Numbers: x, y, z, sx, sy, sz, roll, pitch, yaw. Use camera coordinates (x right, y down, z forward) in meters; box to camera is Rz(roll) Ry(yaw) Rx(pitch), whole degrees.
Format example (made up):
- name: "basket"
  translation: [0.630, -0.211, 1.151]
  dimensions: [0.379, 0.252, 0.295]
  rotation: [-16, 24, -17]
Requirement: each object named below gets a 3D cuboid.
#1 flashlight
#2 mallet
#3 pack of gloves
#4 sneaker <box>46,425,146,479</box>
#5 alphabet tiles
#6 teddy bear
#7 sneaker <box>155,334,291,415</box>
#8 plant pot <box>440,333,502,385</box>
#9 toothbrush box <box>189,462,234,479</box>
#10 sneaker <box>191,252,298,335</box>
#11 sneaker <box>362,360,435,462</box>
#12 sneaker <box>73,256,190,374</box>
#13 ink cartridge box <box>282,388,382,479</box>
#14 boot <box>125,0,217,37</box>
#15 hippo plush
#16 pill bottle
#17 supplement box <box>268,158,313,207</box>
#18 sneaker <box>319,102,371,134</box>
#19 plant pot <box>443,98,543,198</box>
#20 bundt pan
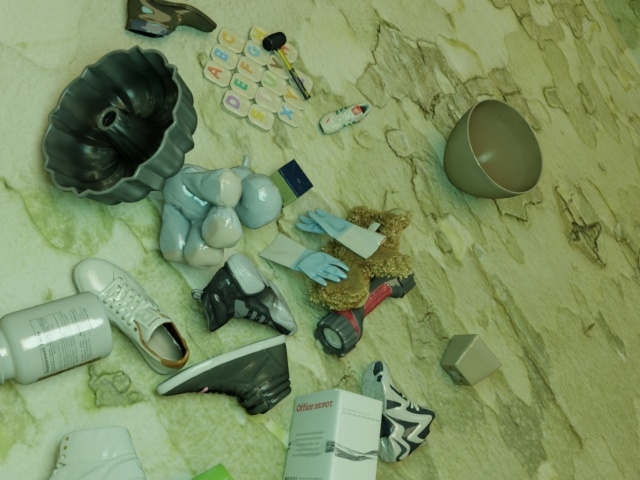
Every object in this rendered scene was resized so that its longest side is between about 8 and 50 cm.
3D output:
- name: "flashlight"
  translation: [0.119, 0.159, 1.587]
  dimensions: [0.304, 0.103, 0.103]
  rotation: [-34, 119, -36]
- name: "mallet"
  translation: [-0.075, -0.453, 1.702]
  dimensions: [0.189, 0.039, 0.062]
  rotation: [53, 51, -14]
- name: "pack of gloves"
  translation: [0.000, 0.000, 1.496]
  dimensions: [0.195, 0.232, 0.046]
  rotation: [-44, 140, -30]
- name: "sneaker"
  translation: [-0.453, 0.436, 1.141]
  dimensions: [0.293, 0.108, 0.169]
  rotation: [-22, 50, -13]
- name: "alphabet tiles"
  translation: [-0.150, -0.415, 1.671]
  dimensions: [0.278, 0.021, 0.284]
  rotation: [27, 61, -21]
- name: "teddy bear"
  translation: [0.103, 0.039, 1.543]
  dimensions: [0.337, 0.245, 0.113]
  rotation: [-81, 162, -45]
- name: "sneaker"
  translation: [-0.179, 0.302, 1.346]
  dimensions: [0.296, 0.105, 0.146]
  rotation: [-14, 84, -33]
- name: "plant pot"
  translation: [0.377, 0.314, 1.691]
  dimensions: [0.096, 0.109, 0.109]
  rotation: [-43, 98, -23]
- name: "toothbrush box"
  translation: [-0.187, 0.569, 1.147]
  dimensions: [0.206, 0.122, 0.283]
  rotation: [-20, 47, -34]
- name: "sneaker"
  translation: [-0.165, 0.147, 1.415]
  dimensions: [0.268, 0.153, 0.101]
  rotation: [53, 5, -42]
- name: "sneaker"
  translation: [0.194, 0.390, 1.553]
  dimensions: [0.153, 0.094, 0.234]
  rotation: [-8, 78, -35]
- name: "sneaker"
  translation: [-0.357, 0.135, 1.285]
  dimensions: [0.290, 0.123, 0.106]
  rotation: [47, 57, -8]
- name: "ink cartridge box"
  translation: [0.018, 0.459, 1.354]
  dimensions: [0.115, 0.198, 0.272]
  rotation: [21, 64, -25]
- name: "boot"
  translation: [-0.357, -0.513, 1.560]
  dimensions: [0.219, 0.082, 0.106]
  rotation: [16, 87, -31]
- name: "hippo plush"
  translation: [-0.222, -0.068, 1.421]
  dimensions: [0.237, 0.294, 0.234]
  rotation: [-6, 114, -54]
- name: "pill bottle"
  translation: [-0.503, 0.182, 1.170]
  dimensions: [0.229, 0.131, 0.131]
  rotation: [-17, 82, -35]
- name: "supplement box"
  translation: [-0.077, -0.136, 1.577]
  dimensions: [0.056, 0.083, 0.083]
  rotation: [-38, 95, -35]
- name: "sneaker"
  translation: [0.068, -0.332, 1.742]
  dimensions: [0.161, 0.075, 0.057]
  rotation: [-26, 88, -36]
- name: "plant pot"
  translation: [0.463, -0.236, 1.882]
  dimensions: [0.284, 0.191, 0.283]
  rotation: [11, 68, -29]
- name: "bundt pan"
  translation: [-0.383, -0.212, 1.305]
  dimensions: [0.124, 0.331, 0.330]
  rotation: [43, 46, -59]
